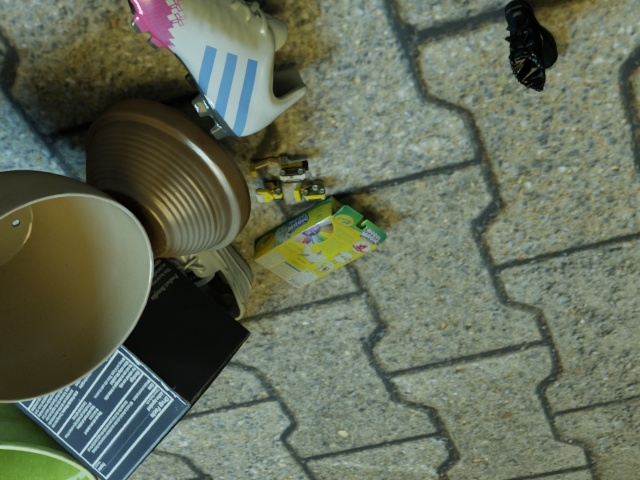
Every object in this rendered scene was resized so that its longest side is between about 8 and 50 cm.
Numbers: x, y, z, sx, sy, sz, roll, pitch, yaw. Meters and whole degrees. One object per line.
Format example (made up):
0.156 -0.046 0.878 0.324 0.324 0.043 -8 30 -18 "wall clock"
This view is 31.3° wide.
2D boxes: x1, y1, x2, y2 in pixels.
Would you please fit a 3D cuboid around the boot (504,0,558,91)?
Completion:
0.254 -0.219 1.362 0.045 0.099 0.121 -19 139 22 "boot"

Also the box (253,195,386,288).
0.000 0.000 1.677 0.179 0.043 0.105 -27 135 32 "box"

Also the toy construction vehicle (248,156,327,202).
-0.045 -0.084 1.579 0.098 0.035 0.086 -5 153 7 "toy construction vehicle"

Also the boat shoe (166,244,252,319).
-0.177 0.028 1.667 0.095 0.084 0.258 -22 138 24 "boat shoe"

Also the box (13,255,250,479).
-0.309 0.159 1.659 0.294 0.183 0.296 42 134 1 "box"

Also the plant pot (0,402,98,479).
-0.485 0.284 1.843 0.276 0.254 0.276 -2 142 -1 "plant pot"

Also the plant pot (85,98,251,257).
-0.217 -0.056 1.462 0.237 0.109 0.237 22 142 18 "plant pot"

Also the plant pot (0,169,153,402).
-0.374 0.027 1.390 0.284 0.191 0.284 -24 133 -29 "plant pot"

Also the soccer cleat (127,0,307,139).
-0.125 -0.253 1.309 0.143 0.116 0.331 -28 140 7 "soccer cleat"
